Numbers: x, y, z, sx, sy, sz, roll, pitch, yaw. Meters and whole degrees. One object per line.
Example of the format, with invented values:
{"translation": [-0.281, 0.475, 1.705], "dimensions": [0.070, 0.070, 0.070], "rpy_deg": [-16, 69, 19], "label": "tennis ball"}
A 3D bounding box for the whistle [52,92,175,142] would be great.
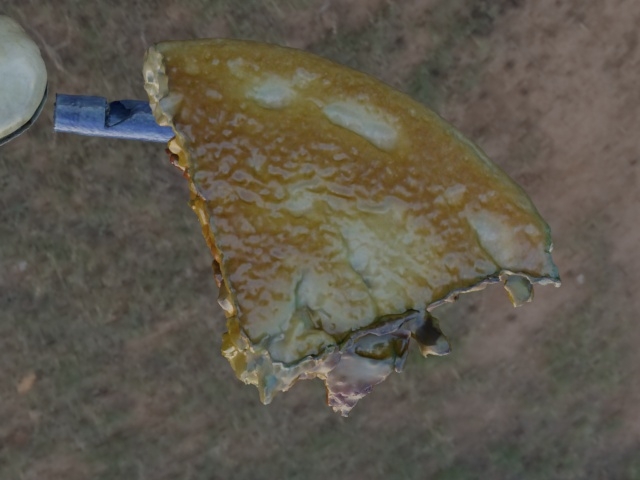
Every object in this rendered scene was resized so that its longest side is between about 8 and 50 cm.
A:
{"translation": [-0.231, -0.171, 1.666], "dimensions": [0.304, 0.062, 0.062], "rpy_deg": [4, 133, -11], "label": "whistle"}

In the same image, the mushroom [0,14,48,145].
{"translation": [-0.355, -0.169, 1.168], "dimensions": [0.154, 0.154, 0.122], "rpy_deg": [-23, 178, -12], "label": "mushroom"}

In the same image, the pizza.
{"translation": [0.000, 0.000, 0.702], "dimensions": [0.289, 0.228, 0.081], "rpy_deg": [24, 150, -6], "label": "pizza"}
